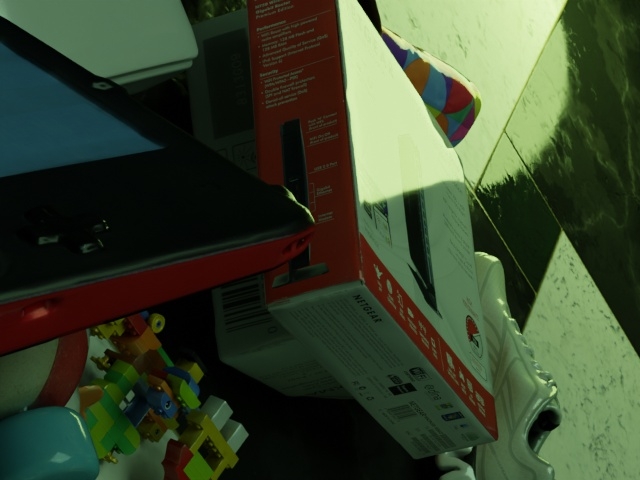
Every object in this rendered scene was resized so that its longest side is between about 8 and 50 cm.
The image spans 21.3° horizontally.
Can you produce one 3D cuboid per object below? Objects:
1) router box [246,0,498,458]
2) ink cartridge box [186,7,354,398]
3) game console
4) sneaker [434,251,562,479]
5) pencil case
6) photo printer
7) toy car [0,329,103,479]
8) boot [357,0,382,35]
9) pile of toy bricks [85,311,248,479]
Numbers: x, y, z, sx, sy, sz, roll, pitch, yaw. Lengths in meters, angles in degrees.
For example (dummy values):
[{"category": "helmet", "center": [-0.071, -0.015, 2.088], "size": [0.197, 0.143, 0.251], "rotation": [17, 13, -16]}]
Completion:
[{"category": "router box", "center": [0.047, -0.015, 1.444], "size": [0.335, 0.082, 0.301], "rotation": [49, 31, -54]}, {"category": "ink cartridge box", "center": [0.000, 0.000, 1.580], "size": [0.385, 0.091, 0.308], "rotation": [41, 37, -63]}, {"category": "game console", "center": [-0.244, -0.053, 0.928], "size": [0.342, 0.386, 0.060], "rotation": [-18, 129, -40]}, {"category": "sneaker", "center": [0.181, 0.141, 1.688], "size": [0.110, 0.118, 0.292], "rotation": [55, 31, -51]}, {"category": "pencil case", "center": [0.066, -0.164, 1.737], "size": [0.236, 0.104, 0.104], "rotation": [28, 49, -50]}, {"category": "photo printer", "center": [-0.239, -0.247, 1.304], "size": [0.256, 0.107, 0.308], "rotation": [-24, 92, -59]}, {"category": "toy car", "center": [-0.206, 0.092, 1.082], "size": [0.238, 0.210, 0.219], "rotation": [29, 36, -63]}, {"category": "boot", "center": [-0.076, -0.271, 1.485], "size": [0.220, 0.109, 0.283], "rotation": [43, 0, 38]}, {"category": "pile of toy bricks", "center": [-0.152, 0.115, 1.245], "size": [0.105, 0.118, 0.212], "rotation": [-54, 138, -23]}]
